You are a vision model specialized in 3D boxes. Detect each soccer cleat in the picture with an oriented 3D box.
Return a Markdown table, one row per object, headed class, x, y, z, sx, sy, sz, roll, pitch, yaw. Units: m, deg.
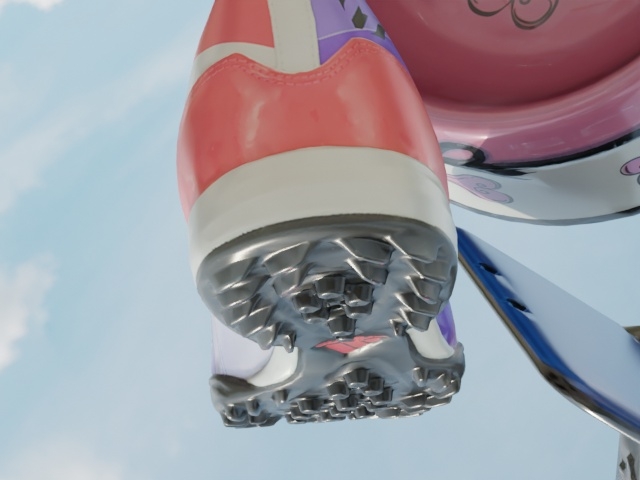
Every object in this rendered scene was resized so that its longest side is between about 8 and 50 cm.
| class | x | y | z | sx | sy | sz | roll | pitch | yaw |
| --- | --- | --- | --- | --- | --- | --- | --- | --- | --- |
| soccer cleat | 0.000 | 0.000 | 0.596 | 0.108 | 0.318 | 0.116 | -7 | -109 | 0 |

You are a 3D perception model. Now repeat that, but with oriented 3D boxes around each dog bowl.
| class | x | y | z | sx | sy | sz | roll | pitch | yaw |
| --- | --- | --- | --- | --- | --- | --- | --- | --- | --- |
| dog bowl | 0.140 | -0.221 | 0.985 | 0.408 | 0.408 | 0.150 | -9 | 170 | 24 |

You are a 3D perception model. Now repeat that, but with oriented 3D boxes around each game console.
| class | x | y | z | sx | sy | sz | roll | pitch | yaw |
| --- | --- | --- | --- | --- | --- | --- | --- | --- | --- |
| game console | 0.173 | 0.145 | 0.923 | 0.173 | 0.250 | 0.293 | 0 | -163 | -7 |
